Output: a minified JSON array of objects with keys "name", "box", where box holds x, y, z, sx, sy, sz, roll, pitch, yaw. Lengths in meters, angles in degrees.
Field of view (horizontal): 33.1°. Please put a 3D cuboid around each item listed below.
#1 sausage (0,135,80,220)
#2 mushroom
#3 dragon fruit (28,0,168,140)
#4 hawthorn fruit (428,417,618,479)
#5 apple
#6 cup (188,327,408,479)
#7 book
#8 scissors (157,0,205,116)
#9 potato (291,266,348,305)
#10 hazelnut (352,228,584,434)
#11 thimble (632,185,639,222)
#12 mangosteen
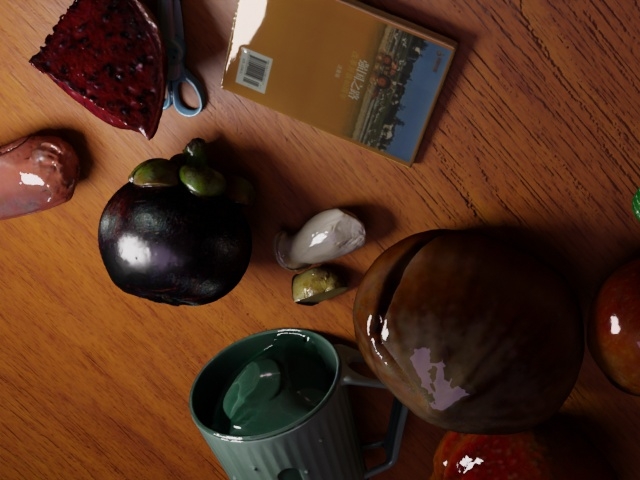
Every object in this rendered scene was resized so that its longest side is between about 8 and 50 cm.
[{"name":"sausage","box":[-0.599,-0.125,2.160,0.279,0.152,0.152,-13,117,32]},{"name":"mushroom","box":[0.000,-0.001,2.018,0.097,0.088,0.212,9,153,-42]},{"name":"dragon fruit","box":[-0.429,-0.334,1.904,0.330,0.240,0.302,8,96,54]},{"name":"hawthorn fruit","box":[0.402,0.507,2.033,0.403,0.403,0.403,12,127,16]},{"name":"apple","box":[0.546,0.150,1.792,0.230,0.230,0.230,12,127,16]},{"name":"cup","box":[-0.026,0.407,2.186,0.401,0.310,0.392,0,128,27]},{"name":"book","box":[0.022,-0.295,1.827,0.374,0.028,0.262,23,131,5]},{"name":"scissors","box":[-0.268,-0.340,1.933,0.125,0.030,0.256,16,131,14]},{"name":"potato","box":[0.003,0.081,2.085,0.103,0.096,0.066,-21,78,22]},{"name":"hazelnut","box":[0.256,0.157,1.869,0.409,0.359,0.359,20,130,-2]},{"name":"thimble","box":[0.567,-0.060,1.701,0.130,0.118,0.090,39,136,19]},{"name":"mangosteen","box":[-0.271,-0.021,2.019,0.300,0.300,0.300,12,127,16]}]
